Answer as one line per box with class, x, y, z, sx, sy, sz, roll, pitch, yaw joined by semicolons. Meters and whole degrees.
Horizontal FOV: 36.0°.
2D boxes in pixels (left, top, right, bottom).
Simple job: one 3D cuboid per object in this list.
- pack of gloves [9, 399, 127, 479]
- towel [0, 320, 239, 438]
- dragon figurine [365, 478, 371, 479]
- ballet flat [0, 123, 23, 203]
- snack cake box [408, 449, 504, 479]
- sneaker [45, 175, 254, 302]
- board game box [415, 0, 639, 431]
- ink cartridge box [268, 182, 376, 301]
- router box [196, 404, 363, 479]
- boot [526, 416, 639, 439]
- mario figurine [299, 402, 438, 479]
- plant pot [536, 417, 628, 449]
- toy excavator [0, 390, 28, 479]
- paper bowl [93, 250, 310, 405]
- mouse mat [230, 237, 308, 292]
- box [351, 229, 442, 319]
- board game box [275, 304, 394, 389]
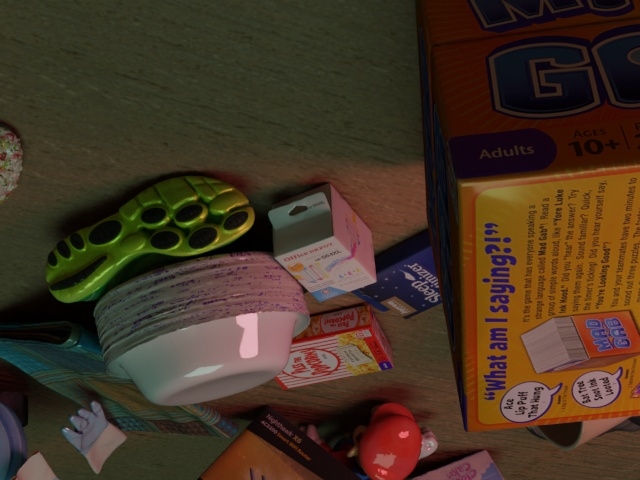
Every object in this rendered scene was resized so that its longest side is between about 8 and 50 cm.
pack of gloves;-0.394;0.370;1.596;0.046;0.195;0.232;33;159;20
towel;-0.336;0.225;1.535;0.271;0.040;0.370;-5;146;38
dragon figurine;-0.016;0.533;2.032;0.289;0.085;0.144;4;143;-12
ballet flat;-0.432;-0.046;1.213;0.091;0.077;0.241;20;137;-28
snack cake box;0.227;0.531;1.983;0.264;0.089;0.152;-17;145;-17
sneaker;-0.219;-0.001;1.297;0.295;0.110;0.123;-21;167;15
board game box;0.291;-0.070;0.981;0.356;0.356;0.357;-6;136;3
ink cartridge box;0.000;0.000;1.307;0.092;0.090;0.143;-21;141;21
router box;-0.053;0.470;1.695;0.308;0.243;0.081;36;143;14
boot;0.440;0.281;1.721;0.222;0.118;0.338;-25;135;33
mario figurine;0.084;0.372;1.831;0.198;0.170;0.320;-25;170;-36
plant pot;0.437;0.139;1.440;0.273;0.257;0.257;-16;145;-11
toy excavator;-0.677;0.318;1.451;0.432;0.223;0.445;-3;163;-2
paper bowl;-0.152;0.129;1.335;0.284;0.148;0.284;-14;162;-5
mouse mat;-0.099;0.065;1.457;0.152;0.007;0.189;27;134;-35
box;0.144;0.050;1.437;0.225;0.037;0.136;-27;138;30
board game box;0.006;0.173;1.578;0.193;0.045;0.147;-13;144;13
